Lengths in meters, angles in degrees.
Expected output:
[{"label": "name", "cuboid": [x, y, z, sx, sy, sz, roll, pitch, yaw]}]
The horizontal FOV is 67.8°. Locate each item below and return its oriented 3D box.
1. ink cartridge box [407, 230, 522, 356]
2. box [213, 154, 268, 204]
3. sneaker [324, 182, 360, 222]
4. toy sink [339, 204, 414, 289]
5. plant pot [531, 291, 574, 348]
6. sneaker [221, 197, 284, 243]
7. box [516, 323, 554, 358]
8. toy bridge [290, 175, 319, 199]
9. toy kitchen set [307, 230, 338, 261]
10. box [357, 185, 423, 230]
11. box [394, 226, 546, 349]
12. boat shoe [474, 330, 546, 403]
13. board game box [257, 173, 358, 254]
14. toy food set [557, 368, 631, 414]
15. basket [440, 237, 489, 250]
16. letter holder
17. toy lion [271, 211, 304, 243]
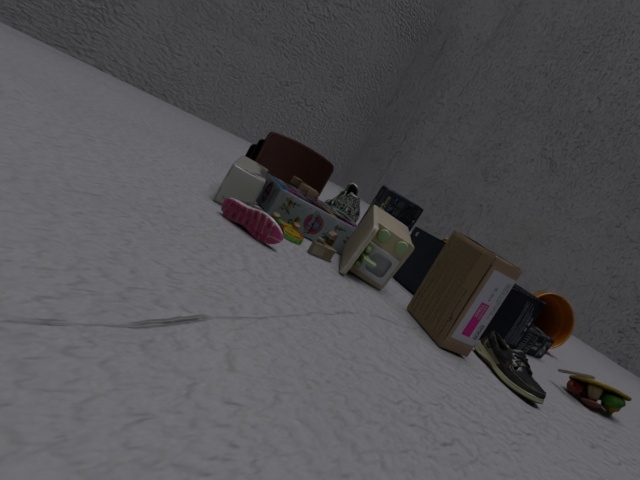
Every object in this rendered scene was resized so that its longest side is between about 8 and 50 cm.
[{"label": "ink cartridge box", "cuboid": [0.325, 0.118, 1.109, 0.088, 0.235, 0.193, 25, 12, -21]}, {"label": "box", "cuboid": [-0.209, -0.156, 1.296, 0.094, 0.113, 0.275, 29, 12, -11]}, {"label": "sneaker", "cuboid": [0.101, -0.135, 1.855, 0.158, 0.182, 0.410, 28, 10, -10]}, {"label": "toy sink", "cuboid": [0.151, 0.024, 1.260, 0.131, 0.153, 0.234, 33, 17, -4]}, {"label": "plant pot", "cuboid": [0.821, 0.294, 1.826, 0.205, 0.205, 0.188, 29, -5, -9]}, {"label": "sneaker", "cuboid": [-0.142, -0.047, 1.083, 0.170, 0.063, 0.075, 29, 15, 23]}, {"label": "box", "cuboid": [0.651, 0.299, 1.569, 0.180, 0.077, 0.147, 22, 17, -35]}, {"label": "toy bridge", "cuboid": [-0.038, -0.156, 1.476, 0.063, 0.026, 0.188, 26, 9, -27]}, {"label": "toy kitchen set", "cuboid": [0.000, 0.000, 1.241, 0.075, 0.068, 0.083, 23, 12, -35]}, {"label": "box", "cuboid": [0.259, -0.070, 1.842, 0.183, 0.233, 0.059, 25, 14, -23]}, {"label": "box", "cuboid": [0.444, 0.144, 1.478, 0.312, 0.179, 0.343, 24, 12, -36]}, {"label": "boat shoe", "cuboid": [0.437, 0.281, 1.092, 0.080, 0.073, 0.223, 26, 11, -21]}, {"label": "board game box", "cuboid": [-0.033, -0.076, 1.447, 0.303, 0.097, 0.224, 25, 10, -23]}, {"label": "toy food set", "cuboid": [0.752, 0.429, 1.314, 0.218, 0.071, 0.128, 28, -14, -22]}, {"label": "basket", "cuboid": [0.592, 0.122, 1.866, 0.299, 0.213, 0.223, 29, 6, 1]}, {"label": "letter holder", "cuboid": [-0.129, -0.290, 1.866, 0.301, 0.214, 0.152, 24, 12, -28]}, {"label": "toy lion", "cuboid": [-0.089, -0.028, 1.248, 0.100, 0.034, 0.096, 28, 18, -12]}]
